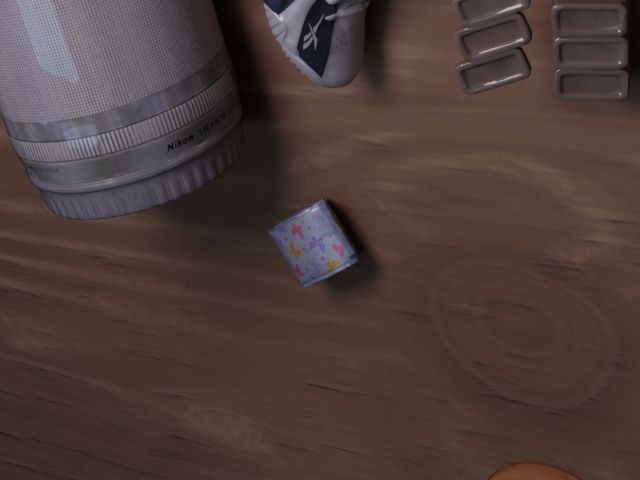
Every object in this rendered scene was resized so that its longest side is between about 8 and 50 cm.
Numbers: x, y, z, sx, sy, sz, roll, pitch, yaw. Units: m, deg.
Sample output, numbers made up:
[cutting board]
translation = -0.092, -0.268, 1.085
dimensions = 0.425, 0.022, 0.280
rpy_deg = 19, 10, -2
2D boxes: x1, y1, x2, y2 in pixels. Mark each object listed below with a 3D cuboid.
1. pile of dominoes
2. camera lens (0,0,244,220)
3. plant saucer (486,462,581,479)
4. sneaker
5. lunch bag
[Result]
[pile of dominoes]
translation = 0.195, -0.220, 1.482
dimensions = 0.196, 0.040, 0.251
rpy_deg = 1, 127, 10
[camera lens]
translation = -0.202, -0.184, 1.790
dimensions = 0.219, 0.219, 0.274
rpy_deg = 5, 122, 42
[plant saucer]
translation = 0.226, 0.307, 1.884
dimensions = 0.200, 0.037, 0.200
rpy_deg = 24, 133, 29
[sneaker]
translation = 0.033, -0.228, 1.627
dimensions = 0.153, 0.094, 0.235
rpy_deg = 19, 121, 45
[lunch bag]
translation = 0.000, 0.000, 1.864
dimensions = 0.071, 0.053, 0.083
rpy_deg = 58, 150, -3
